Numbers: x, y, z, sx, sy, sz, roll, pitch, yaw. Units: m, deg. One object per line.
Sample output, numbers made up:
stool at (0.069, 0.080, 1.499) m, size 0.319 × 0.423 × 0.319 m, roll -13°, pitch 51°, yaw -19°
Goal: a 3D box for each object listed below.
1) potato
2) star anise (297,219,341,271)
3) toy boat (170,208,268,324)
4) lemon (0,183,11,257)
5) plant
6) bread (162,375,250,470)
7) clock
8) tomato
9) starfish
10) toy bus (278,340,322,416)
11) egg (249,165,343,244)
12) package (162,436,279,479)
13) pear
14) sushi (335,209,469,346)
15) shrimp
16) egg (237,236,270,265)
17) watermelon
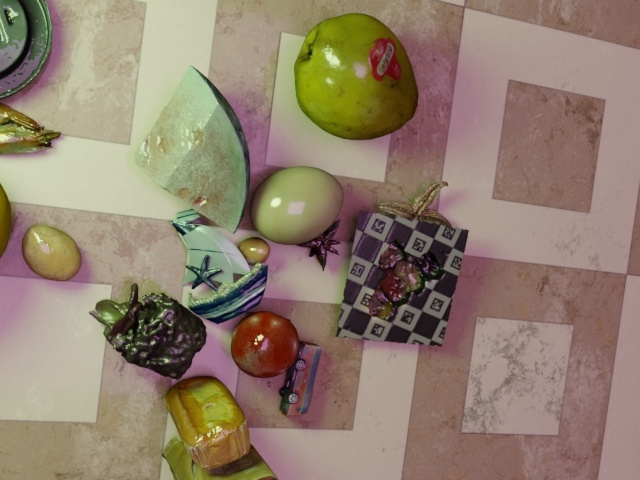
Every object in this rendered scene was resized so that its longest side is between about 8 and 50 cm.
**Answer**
potato at (-0.607, 0.030, 1.744) m, size 0.112 × 0.112 × 0.147 m, roll -48°, pitch 114°, yaw -10°
star anise at (0.010, -0.006, 1.982) m, size 0.124 × 0.056 × 0.129 m, roll 45°, pitch 80°, yaw -17°
toy boat at (-0.271, 0.075, 1.876) m, size 0.291 × 0.070 × 0.210 m, roll 38°, pitch 100°, yaw -2°
lemon at (-0.798, -0.031, 1.556) m, size 0.347 × 0.348 × 0.348 m, roll -2°, pitch 95°, yaw -19°
plant at (-0.389, 0.205, 1.793) m, size 0.234 × 0.204 × 0.178 m, roll 39°, pitch 83°, yaw -26°
bread at (-0.263, 0.418, 1.805) m, size 0.152 × 0.288 × 0.119 m, roll -19°, pitch 110°, yaw -16°
clock at (-0.746, -0.456, 1.664) m, size 0.324 × 0.067 × 0.325 m, roll -1°, pitch 92°, yaw -19°
tomato at (-0.141, 0.257, 1.896) m, size 0.167 × 0.167 × 0.167 m, roll -2°, pitch 95°, yaw -19°
starfish at (0.260, -0.062, 2.069) m, size 0.227 × 0.043 × 0.240 m, roll 37°, pitch 97°, yaw -30°
toy bus at (-0.052, 0.354, 1.988) m, size 0.077 × 0.065 × 0.192 m, roll 12°, pitch 91°, yaw -27°
egg at (-0.056, -0.087, 1.885) m, size 0.241 × 0.186 × 0.186 m, roll -22°, pitch 102°, yaw -27°
package at (-0.251, 0.550, 1.799) m, size 0.165 × 0.311 × 0.221 m, roll 44°, pitch 81°, yaw -20°
pear at (0.097, -0.378, 1.880) m, size 0.375 × 0.287 × 0.287 m, roll 28°, pitch 85°, yaw -39°
sushi at (0.207, 0.100, 2.058) m, size 0.319 × 0.069 × 0.340 m, roll 7°, pitch 100°, yaw -18°
shrimp at (-0.687, -0.247, 1.720) m, size 0.217 × 0.051 × 0.115 m, roll 2°, pitch 92°, yaw -17°
egg at (-0.161, 0.027, 1.911) m, size 0.071 × 0.083 × 0.071 m, roll -1°, pitch 91°, yaw -48°
watermelon at (-0.296, -0.203, 1.786) m, size 0.258 × 0.228 × 0.388 m, roll -15°, pitch 108°, yaw -9°
